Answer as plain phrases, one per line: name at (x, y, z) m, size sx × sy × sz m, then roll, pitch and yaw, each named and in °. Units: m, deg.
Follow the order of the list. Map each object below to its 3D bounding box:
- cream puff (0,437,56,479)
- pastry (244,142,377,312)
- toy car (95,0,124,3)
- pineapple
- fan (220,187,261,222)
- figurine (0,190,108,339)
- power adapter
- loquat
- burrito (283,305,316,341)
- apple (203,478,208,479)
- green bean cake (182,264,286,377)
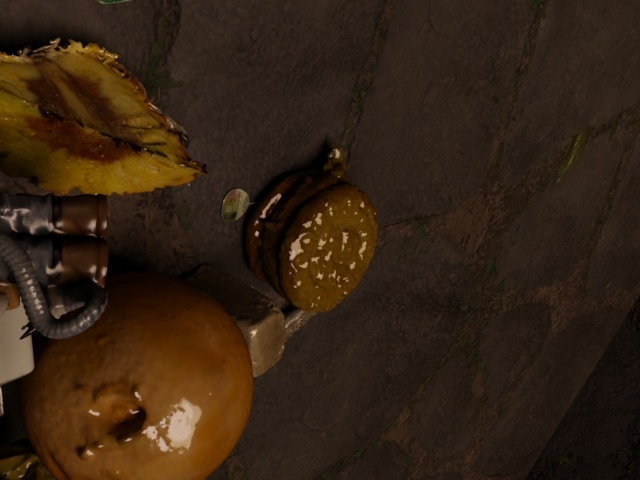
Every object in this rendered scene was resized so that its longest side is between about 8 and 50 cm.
cream puff at (-0.398, 0.435, 1.235) m, size 0.274 × 0.323 × 0.270 m, roll 13°, pitch 131°, yaw -34°
pastry at (0.000, 0.000, 1.481) m, size 0.235 × 0.132 × 0.240 m, roll -38°, pitch 141°, yaw -17°
toy car at (-0.239, -0.383, 0.993) m, size 0.090 × 0.076 × 0.224 m, roll -23°, pitch 125°, yaw -31°
pineapple at (-0.317, -0.151, 1.069) m, size 0.334 × 0.158 × 0.161 m, roll 11°, pitch 149°, yaw -44°
fan at (-0.130, -0.051, 1.413) m, size 0.080 × 0.003 × 0.060 m, roll 27°, pitch 98°, yaw -51°
figurine at (-0.421, 0.003, 0.926) m, size 0.382 × 0.261 × 0.186 m, roll 2°, pitch 144°, yaw -17°
power adapter at (-0.436, 0.138, 1.097) m, size 0.130 × 0.125 × 0.205 m, roll -18°, pitch 114°, yaw -51°
loquat at (-0.249, 0.201, 1.226) m, size 0.328 × 0.328 × 0.328 m, roll -26°, pitch 134°, yaw -30°
burrito at (-0.071, 0.162, 1.606) m, size 0.171 × 0.042 × 0.051 m, roll -41°, pitch 150°, yaw -13°
apple at (-0.260, 0.483, 1.484) m, size 0.163 × 0.251 × 0.293 m, roll -44°, pitch 141°, yaw -27°
green bean cake at (-0.142, 0.124, 1.388) m, size 0.085 × 0.179 × 0.109 m, roll -37°, pitch 138°, yaw -38°
